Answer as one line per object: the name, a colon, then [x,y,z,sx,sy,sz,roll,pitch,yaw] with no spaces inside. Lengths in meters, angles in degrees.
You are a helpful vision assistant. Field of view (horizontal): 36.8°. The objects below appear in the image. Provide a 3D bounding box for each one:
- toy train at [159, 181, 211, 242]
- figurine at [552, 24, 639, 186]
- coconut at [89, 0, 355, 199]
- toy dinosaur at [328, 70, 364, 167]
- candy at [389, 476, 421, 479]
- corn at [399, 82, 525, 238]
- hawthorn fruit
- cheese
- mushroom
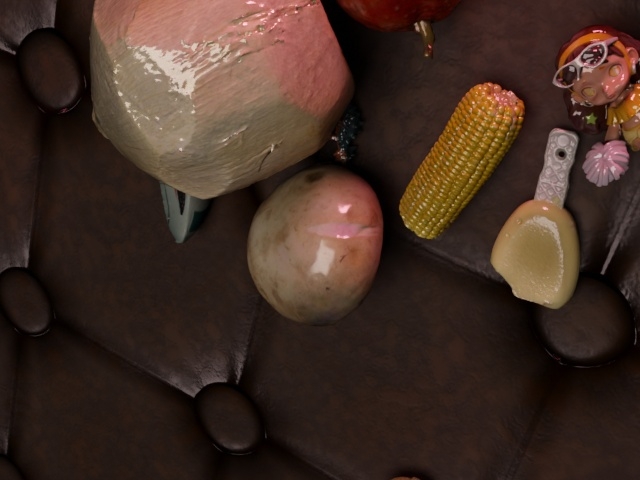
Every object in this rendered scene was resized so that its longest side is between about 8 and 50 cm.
toy train: [-0.222,-0.189,1.556,0.088,0.086,0.407,1,111,22]
figurine: [0.392,-0.164,1.203,0.240,0.116,0.175,48,127,-3]
coconut: [-0.155,-0.237,1.312,0.360,0.346,0.346,-24,98,4]
toy dinosaur: [0.035,-0.179,1.433,0.055,0.049,0.154,19,123,24]
candy: [0.247,0.496,1.585,0.335,0.092,0.093,29,85,8]
corn: [0.195,-0.108,1.349,0.093,0.093,0.244,37,124,12]
hawthorn fruit: [0.100,-0.355,1.241,0.205,0.205,0.253,-10,106,32]
cheese: [0.312,-0.033,1.341,0.127,0.050,0.255,17,115,24]
mushroom: [0.000,0.000,1.446,0.184,0.255,0.255,17,129,-29]
